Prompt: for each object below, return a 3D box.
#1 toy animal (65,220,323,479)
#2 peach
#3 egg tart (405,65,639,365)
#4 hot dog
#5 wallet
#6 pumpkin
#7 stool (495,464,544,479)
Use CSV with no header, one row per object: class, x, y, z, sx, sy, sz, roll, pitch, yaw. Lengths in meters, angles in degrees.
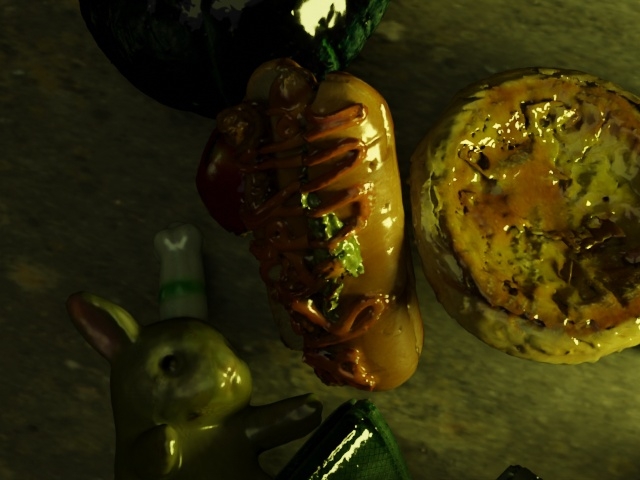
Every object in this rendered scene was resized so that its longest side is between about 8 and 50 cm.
toy animal,-0.120,0.161,1.473,0.180,0.181,0.363,-7,90,46
peach,-0.039,-0.066,1.521,0.172,0.092,0.127,5,84,14
egg tart,0.207,-0.021,1.431,0.290,0.115,0.290,3,68,-9
hot dog,0.000,0.000,1.403,0.158,0.349,0.117,23,49,32
wallet,-0.004,0.272,1.419,0.055,0.160,0.236,8,43,45
pumpkin,-0.072,-0.256,1.476,0.315,0.238,0.315,-4,67,10
stool,0.139,0.409,1.361,0.330,0.297,0.297,-42,79,10
